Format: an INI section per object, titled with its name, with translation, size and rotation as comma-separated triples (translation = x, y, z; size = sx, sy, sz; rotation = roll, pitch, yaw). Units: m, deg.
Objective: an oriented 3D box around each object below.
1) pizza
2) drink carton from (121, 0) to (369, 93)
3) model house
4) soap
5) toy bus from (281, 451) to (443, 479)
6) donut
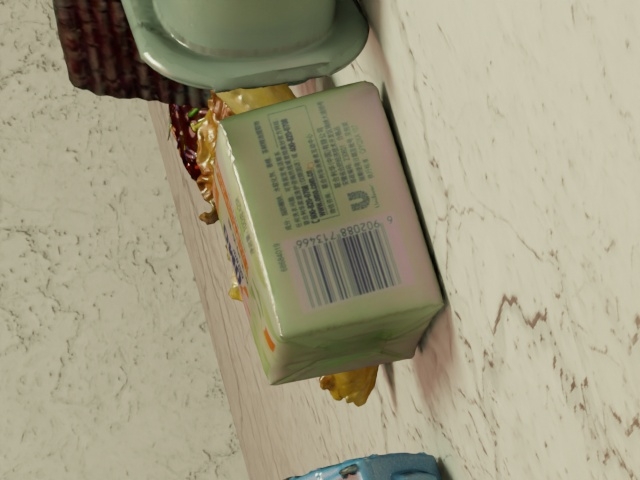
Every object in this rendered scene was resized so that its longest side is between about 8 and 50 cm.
[pizza]
translation = -0.037, -0.013, 1.705
size = 0.182, 0.074, 0.365
rotation = 0, 115, 38
[drink carton]
translation = -0.049, -0.242, 1.406
size = 0.189, 0.185, 0.191
rotation = 102, 157, -45
[model house]
translation = -0.153, -0.259, 1.717
size = 0.280, 0.249, 0.230
rotation = 89, 166, -53
[soap]
translation = 0.000, 0.000, 1.511
size = 0.182, 0.138, 0.199
rotation = 105, 150, -74
[toy bus]
translation = 0.061, 0.292, 1.564
size = 0.133, 0.116, 0.234
rotation = -32, 66, 37
[donut]
translation = -0.140, -0.163, 2.265
size = 0.230, 0.096, 0.216
rotation = 88, 166, -50
